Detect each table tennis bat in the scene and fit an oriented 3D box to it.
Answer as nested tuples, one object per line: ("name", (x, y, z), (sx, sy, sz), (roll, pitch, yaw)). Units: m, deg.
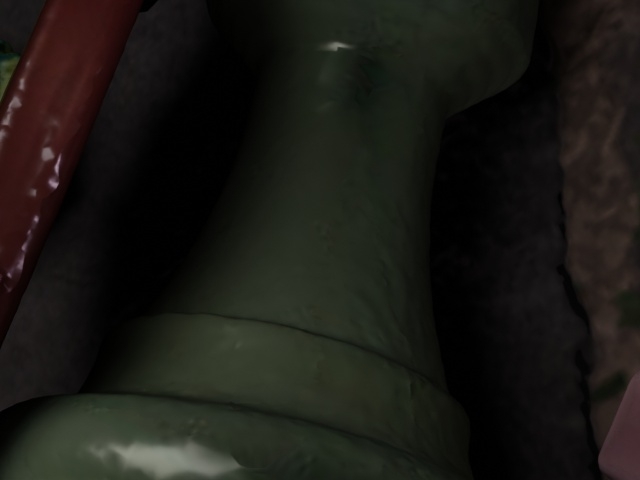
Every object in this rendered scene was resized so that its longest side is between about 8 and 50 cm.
("table tennis bat", (-0.092, -0.063, 0.670), (0.268, 0.051, 0.415), (122, 167, -45))

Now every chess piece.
("chess piece", (0.000, 0.000, 0.629), (0.194, 0.194, 0.299), (-2, 65, 36))

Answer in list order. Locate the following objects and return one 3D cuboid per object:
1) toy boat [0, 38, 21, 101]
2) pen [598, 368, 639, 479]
("toy boat", (-0.235, -0.071, 0.874), (0.293, 0.099, 0.108), (22, 89, 32))
("pen", (0.175, 0.089, 0.552), (0.197, 0.032, 0.053), (23, 89, 42))
